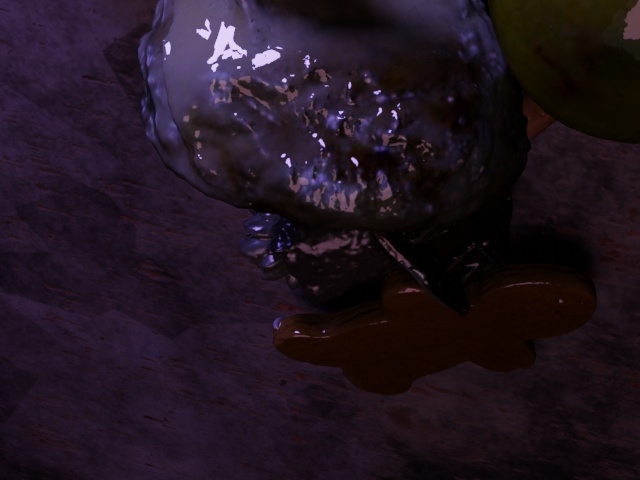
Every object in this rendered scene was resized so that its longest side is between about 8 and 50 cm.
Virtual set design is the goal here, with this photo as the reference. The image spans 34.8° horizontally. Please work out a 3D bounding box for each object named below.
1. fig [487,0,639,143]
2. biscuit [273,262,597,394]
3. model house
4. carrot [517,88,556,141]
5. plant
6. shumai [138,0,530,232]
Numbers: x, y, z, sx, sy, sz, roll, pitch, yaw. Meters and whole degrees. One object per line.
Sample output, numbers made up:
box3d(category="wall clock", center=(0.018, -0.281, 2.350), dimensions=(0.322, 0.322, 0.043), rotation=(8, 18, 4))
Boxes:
box3d(category="fig", center=(0.263, -0.238, 0.815), dimensions=(0.316, 0.316, 0.316), rotation=(11, 137, 10))
box3d(category="biscuit", center=(0.166, 0.105, 1.353), dimensions=(0.432, 0.064, 0.283), rotation=(-24, 139, 38))
box3d(category="model house", center=(0.154, -0.017, 1.157), dimensions=(0.152, 0.106, 0.165), rotation=(-46, 149, 5))
box3d(category="carrot", center=(0.154, -0.121, 1.131), dimensions=(0.263, 0.102, 0.102), rotation=(-14, 128, 24))
box3d(category="plant", center=(0.000, 0.000, 1.278), dimensions=(0.194, 0.129, 0.132), rotation=(-12, 130, 27))
box3d(category="shumai", center=(0.011, -0.226, 0.939), dimensions=(0.395, 0.395, 0.348), rotation=(8, 116, 13))
